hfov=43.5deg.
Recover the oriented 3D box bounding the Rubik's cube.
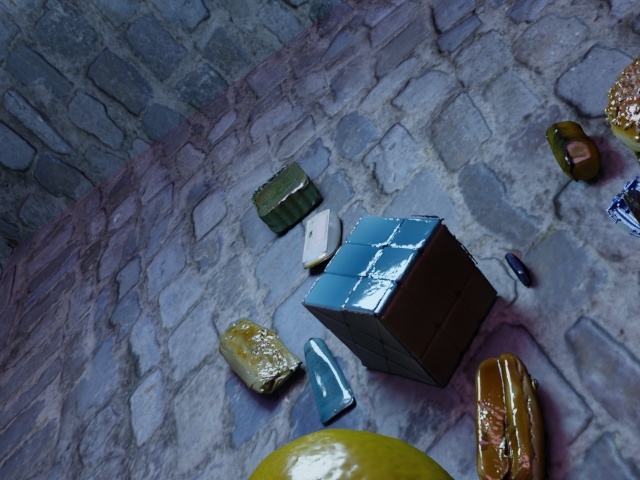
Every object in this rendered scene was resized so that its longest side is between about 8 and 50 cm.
[{"bbox_3d":[0.150,0.105,1.498,0.231,0.221,0.224,4,54,53],"label":"Rubik's cube"}]

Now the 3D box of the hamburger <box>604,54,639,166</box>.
[{"bbox_3d":[0.634,-0.214,1.341,0.291,0.225,0.291,-27,34,20],"label":"hamburger"}]

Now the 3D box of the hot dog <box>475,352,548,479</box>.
[{"bbox_3d":[0.294,0.282,1.242,0.109,0.072,0.269,-22,36,28],"label":"hot dog"}]

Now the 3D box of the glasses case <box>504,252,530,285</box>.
[{"bbox_3d":[0.371,0.051,1.497,0.023,0.033,0.083,-28,31,3],"label":"glasses case"}]

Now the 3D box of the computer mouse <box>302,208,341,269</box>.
[{"bbox_3d":[0.001,0.001,1.999,0.102,0.045,0.199,-29,32,24],"label":"computer mouse"}]

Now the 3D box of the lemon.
[{"bbox_3d":[0.025,0.424,1.108,0.364,0.364,0.364,-30,31,20],"label":"lemon"}]

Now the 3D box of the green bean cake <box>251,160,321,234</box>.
[{"bbox_3d":[-0.095,-0.117,2.224,0.173,0.094,0.181,-40,28,3],"label":"green bean cake"}]

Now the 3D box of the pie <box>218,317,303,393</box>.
[{"bbox_3d":[-0.139,0.260,1.794,0.128,0.068,0.282,-37,28,-15],"label":"pie"}]

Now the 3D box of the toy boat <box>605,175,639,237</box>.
[{"bbox_3d":[0.537,-0.052,1.350,0.091,0.110,0.175,-53,30,17],"label":"toy boat"}]

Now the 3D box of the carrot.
[{"bbox_3d":[0.505,-0.183,1.599,0.082,0.082,0.173,-31,31,20],"label":"carrot"}]

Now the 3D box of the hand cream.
[{"bbox_3d":[0.010,0.275,1.634,0.083,0.048,0.224,-37,35,10],"label":"hand cream"}]
